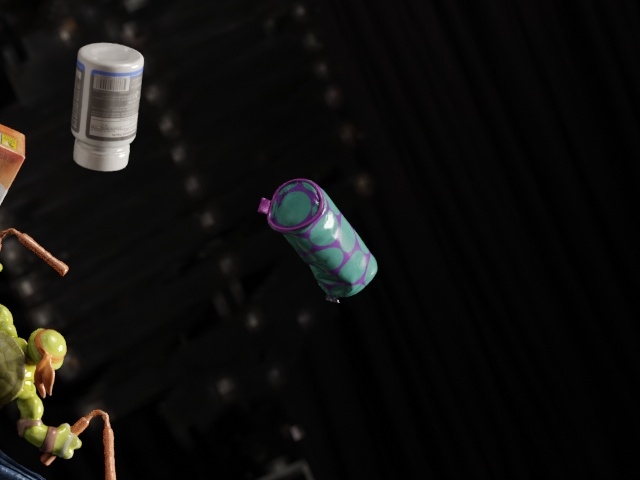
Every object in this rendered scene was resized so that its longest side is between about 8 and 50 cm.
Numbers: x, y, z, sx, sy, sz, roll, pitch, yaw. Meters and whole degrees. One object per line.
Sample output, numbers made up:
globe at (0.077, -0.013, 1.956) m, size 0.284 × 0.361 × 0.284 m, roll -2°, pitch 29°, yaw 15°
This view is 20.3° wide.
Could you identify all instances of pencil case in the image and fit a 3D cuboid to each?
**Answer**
pencil case at (0.000, 0.000, 1.784) m, size 0.070 × 0.152 × 0.064 m, roll 5°, pitch -117°, yaw 27°

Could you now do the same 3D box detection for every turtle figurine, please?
turtle figurine at (-0.317, 0.143, 1.725) m, size 0.217 × 0.269 × 0.087 m, roll -26°, pitch 175°, yaw 23°

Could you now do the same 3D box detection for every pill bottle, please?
pill bottle at (-0.252, -0.156, 2.103) m, size 0.078 × 0.137 × 0.078 m, roll 8°, pitch -155°, yaw -4°

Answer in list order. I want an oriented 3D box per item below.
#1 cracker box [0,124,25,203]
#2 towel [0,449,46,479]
cracker box at (-0.433, -0.037, 1.900) m, size 0.232 × 0.155 × 0.067 m, roll -59°, pitch -160°, yaw 19°
towel at (-0.281, 0.254, 1.718) m, size 0.067 × 0.119 × 0.029 m, roll -58°, pitch -175°, yaw 25°
